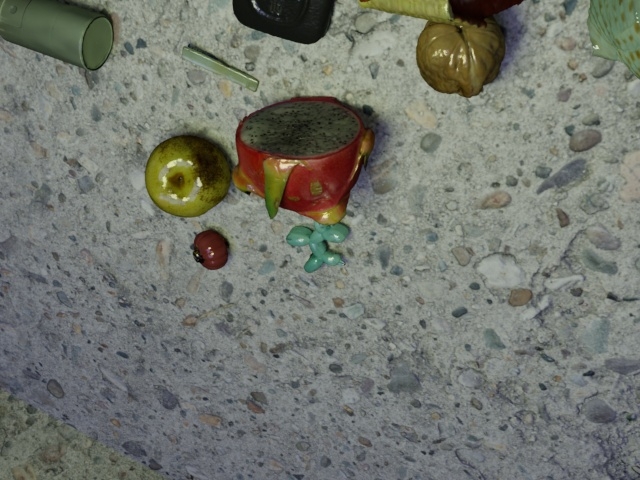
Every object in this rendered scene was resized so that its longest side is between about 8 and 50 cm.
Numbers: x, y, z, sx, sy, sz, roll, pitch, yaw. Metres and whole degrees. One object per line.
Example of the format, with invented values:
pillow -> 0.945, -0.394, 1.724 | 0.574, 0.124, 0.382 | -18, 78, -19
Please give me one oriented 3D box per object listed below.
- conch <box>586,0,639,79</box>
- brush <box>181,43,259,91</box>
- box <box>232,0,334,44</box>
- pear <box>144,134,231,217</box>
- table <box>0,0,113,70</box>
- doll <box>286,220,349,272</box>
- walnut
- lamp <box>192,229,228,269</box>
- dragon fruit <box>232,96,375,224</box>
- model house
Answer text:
conch -> 0.564, -0.346, 1.072 | 0.319, 0.215, 0.303 | -8, 111, 29
brush -> -0.216, -0.375, 1.541 | 0.178, 0.030, 0.033 | 24, 125, -7
box -> -0.073, -0.488, 1.373 | 0.212, 0.042, 0.201 | 21, 133, 10
pear -> -0.307, -0.150, 1.657 | 0.197, 0.197, 0.197 | 13, 129, 16
table -> -0.588, -0.469, 1.578 | 0.220, 0.126, 0.126 | 20, 131, 11
doll -> 0.000, 0.000, 1.703 | 0.158, 0.059, 0.159 | -8, 119, 32
walnut -> 0.249, -0.330, 1.263 | 0.155, 0.155, 0.184 | 14, 173, 15
lamp -> -0.284, 0.025, 1.836 | 0.107, 0.092, 0.107 | 45, 151, 35
dragon fruit -> -0.040, -0.162, 1.460 | 0.290, 0.291, 0.189 | 14, 131, 16
model house -> 0.190, -0.423, 1.123 | 0.196, 0.254, 0.160 | 26, 142, 39
